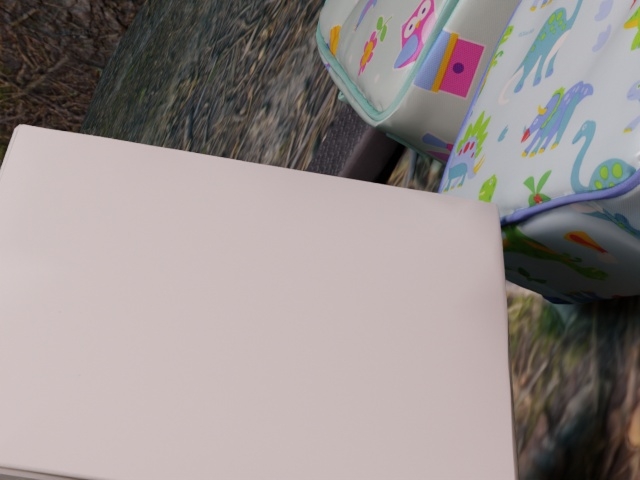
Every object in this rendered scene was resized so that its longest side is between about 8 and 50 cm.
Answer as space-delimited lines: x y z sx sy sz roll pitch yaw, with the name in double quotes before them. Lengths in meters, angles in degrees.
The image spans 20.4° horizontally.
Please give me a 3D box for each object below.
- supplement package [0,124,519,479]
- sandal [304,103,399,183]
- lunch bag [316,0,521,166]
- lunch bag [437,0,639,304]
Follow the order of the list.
"supplement package" -0.050 0.128 0.694 0.199 0.198 0.262 -85 6 -55
"sandal" 0.001 0.000 1.214 0.254 0.054 0.097 -56 20 -7
"lunch bag" 0.093 -0.151 1.011 0.224 0.108 0.279 -62 14 12
"lunch bag" 0.138 -0.067 0.731 0.176 0.090 0.219 -68 15 -14
